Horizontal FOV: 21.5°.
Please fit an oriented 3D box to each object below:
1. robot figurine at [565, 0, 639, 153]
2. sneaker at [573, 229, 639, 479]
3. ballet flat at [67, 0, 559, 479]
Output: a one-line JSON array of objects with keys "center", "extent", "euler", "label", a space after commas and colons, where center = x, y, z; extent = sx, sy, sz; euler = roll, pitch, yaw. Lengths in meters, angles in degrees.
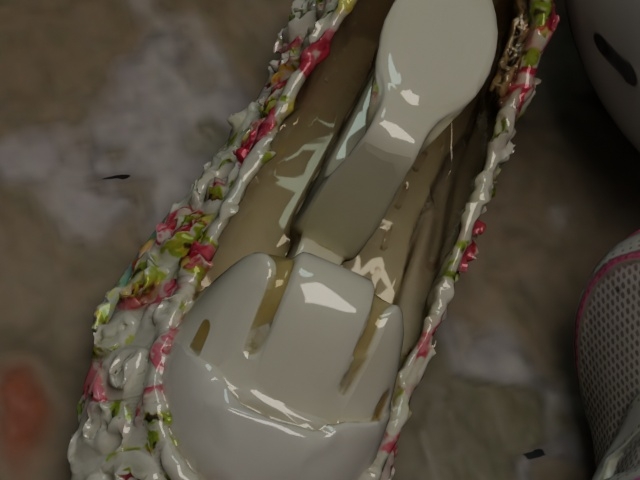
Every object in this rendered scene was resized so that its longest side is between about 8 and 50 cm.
[{"center": [0.184, -0.121, 0.488], "extent": [0.173, 0.209, 0.278], "euler": [46, 61, -21], "label": "robot figurine"}, {"center": [0.092, 0.098, 0.385], "extent": [0.111, 0.103, 0.252], "euler": [10, 49, -24], "label": "sneaker"}, {"center": [0.000, 0.000, 0.435], "extent": [0.091, 0.077, 0.241], "euler": [24, 66, -8], "label": "ballet flat"}]
